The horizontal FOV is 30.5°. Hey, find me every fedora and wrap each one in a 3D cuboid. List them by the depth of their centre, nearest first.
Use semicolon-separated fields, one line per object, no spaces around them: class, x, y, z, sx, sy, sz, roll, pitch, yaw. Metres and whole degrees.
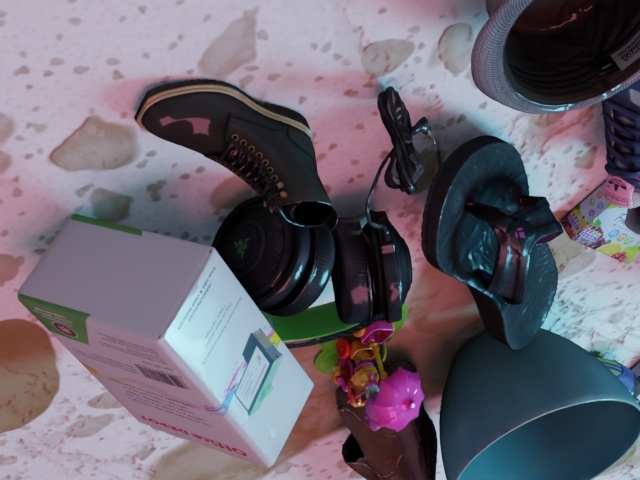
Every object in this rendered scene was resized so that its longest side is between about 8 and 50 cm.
fedora;0.239;-0.242;1.125;0.244;0.124;0.275;-31;151;15

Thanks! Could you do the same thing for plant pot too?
plant pot;0.288;0.235;1.688;0.290;0.195;0.290;-15;143;-12

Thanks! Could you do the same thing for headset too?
headset;0.000;0.000;1.331;0.243;0.185;0.394;7;150;-28

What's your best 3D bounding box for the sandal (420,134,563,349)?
sandal;0.240;0.013;1.415;0.167;0.107;0.446;-60;149;-10

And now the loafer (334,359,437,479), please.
loafer;0.100;0.302;1.756;0.130;0.134;0.366;-3;135;12

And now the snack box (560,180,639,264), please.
snack box;0.399;-0.027;1.552;0.141;0.037;0.100;18;126;-41

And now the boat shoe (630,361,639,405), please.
boat shoe;0.567;0.217;1.930;0.083;0.065;0.183;9;140;-37

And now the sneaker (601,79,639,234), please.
sneaker;0.373;-0.105;1.353;0.131;0.112;0.319;-50;139;-1

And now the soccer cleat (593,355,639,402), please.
soccer cleat;0.396;0.283;1.921;0.121;0.093;0.289;30;130;-12

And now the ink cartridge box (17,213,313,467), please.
ink cartridge box;-0.157;0.111;1.261;0.117;0.201;0.278;-61;144;-24

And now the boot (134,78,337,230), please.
boot;-0.075;-0.081;1.152;0.198;0.137;0.077;6;135;-32

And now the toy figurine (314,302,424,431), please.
toy figurine;0.069;0.184;1.541;0.130;0.159;0.173;5;136;-32
